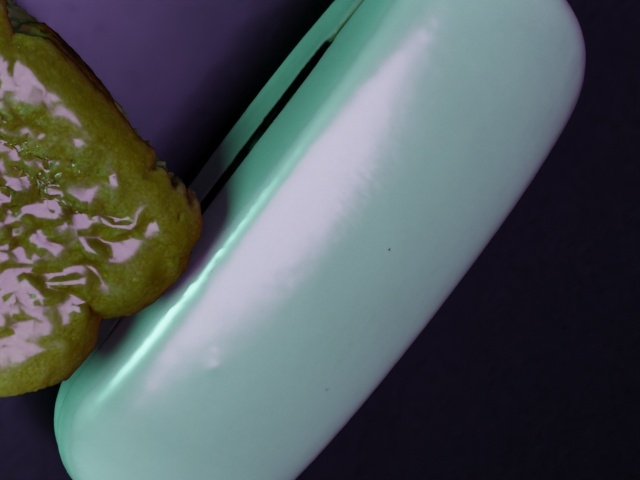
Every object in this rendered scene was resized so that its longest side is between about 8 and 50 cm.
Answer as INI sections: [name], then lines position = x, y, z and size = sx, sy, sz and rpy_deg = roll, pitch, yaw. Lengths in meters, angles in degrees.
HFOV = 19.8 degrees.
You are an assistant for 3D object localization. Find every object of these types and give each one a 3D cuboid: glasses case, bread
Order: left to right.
[bread]
position = -0.120, -0.013, 0.557
size = 0.128, 0.069, 0.140
rpy_deg = -46, 121, -1
[glasses case]
position = 0.000, 0.000, 0.623
size = 0.092, 0.059, 0.233
rpy_deg = 34, 93, -33
